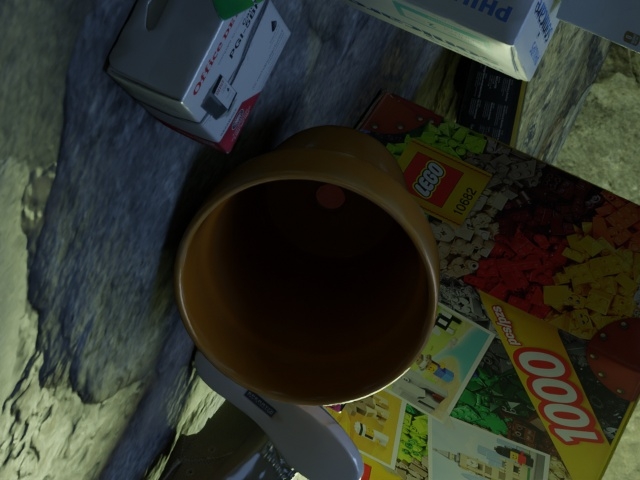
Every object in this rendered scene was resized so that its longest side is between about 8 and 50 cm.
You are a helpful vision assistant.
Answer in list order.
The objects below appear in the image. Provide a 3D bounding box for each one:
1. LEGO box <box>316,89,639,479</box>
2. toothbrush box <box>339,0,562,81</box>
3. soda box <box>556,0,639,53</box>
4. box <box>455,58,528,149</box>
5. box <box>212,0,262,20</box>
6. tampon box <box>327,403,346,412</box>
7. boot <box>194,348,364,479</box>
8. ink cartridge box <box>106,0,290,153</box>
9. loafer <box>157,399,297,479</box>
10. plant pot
[{"bbox_3d":[0.166,0.125,1.716,0.193,0.372,0.500,-56,164,-33],"label":"LEGO box"},{"bbox_3d":[0.101,-0.288,1.042,0.295,0.216,0.126,-64,166,1],"label":"toothbrush box"},{"bbox_3d":[0.218,-0.228,0.969,0.069,0.074,0.216,-47,157,-49],"label":"soda box"},{"bbox_3d":[0.193,-0.107,1.874,0.257,0.079,0.322,101,4,-53],"label":"box"},{"bbox_3d":[-0.033,-0.223,0.895,0.105,0.043,0.179,-43,137,-57],"label":"box"},{"bbox_3d":[-0.003,0.064,1.490,0.101,0.120,0.161,-55,164,-37],"label":"tampon box"},{"bbox_3d":[-0.023,0.140,1.422,0.069,0.190,0.086,-43,-176,36],"label":"boot"},{"bbox_3d":[-0.075,-0.123,1.004,0.099,0.056,0.135,-64,167,-4],"label":"ink cartridge box"},{"bbox_3d":[-0.114,0.240,1.456,0.268,0.092,0.102,-41,132,-26],"label":"loafer"},{"bbox_3d":[0.000,0.000,1.270,0.188,0.205,0.205,-73,-179,-62],"label":"plant pot"}]
